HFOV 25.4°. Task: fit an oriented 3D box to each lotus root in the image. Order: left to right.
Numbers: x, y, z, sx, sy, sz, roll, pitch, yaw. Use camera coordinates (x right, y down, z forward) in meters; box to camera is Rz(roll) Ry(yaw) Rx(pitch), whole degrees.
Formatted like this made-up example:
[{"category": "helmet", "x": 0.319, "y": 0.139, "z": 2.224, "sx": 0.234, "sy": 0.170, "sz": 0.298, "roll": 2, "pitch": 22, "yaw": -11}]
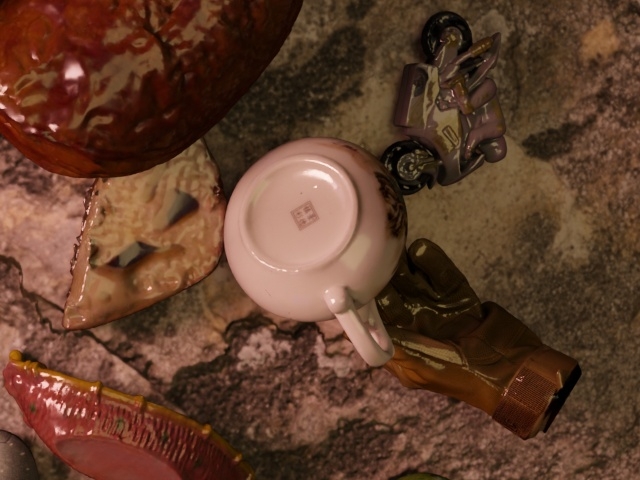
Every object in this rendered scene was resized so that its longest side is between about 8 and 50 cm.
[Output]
[{"category": "lotus root", "x": -0.187, "y": -0.023, "z": 1.572, "sx": 0.170, "sy": 0.074, "sz": 0.260, "roll": 8, "pitch": 91, "yaw": -22}]

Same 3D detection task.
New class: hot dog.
[{"category": "hot dog", "x": -0.187, "y": -0.240, "z": 1.470, "sx": 0.267, "sy": 0.174, "sz": 0.387, "roll": 41, "pitch": 83, "yaw": 8}]

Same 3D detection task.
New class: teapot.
[{"category": "teapot", "x": 0.000, "y": 0.000, "z": 1.544, "sx": 0.204, "sy": 0.139, "sz": 0.298, "roll": -22, "pitch": 69, "yaw": 9}]

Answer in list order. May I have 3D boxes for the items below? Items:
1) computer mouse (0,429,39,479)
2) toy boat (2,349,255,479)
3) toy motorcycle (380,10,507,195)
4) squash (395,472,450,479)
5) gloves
[{"category": "computer mouse", "x": -0.361, "y": 0.319, "z": 1.530, "sx": 0.113, "sy": 0.068, "sz": 0.228, "roll": 6, "pitch": 91, "yaw": -17}, {"category": "toy boat", "x": -0.208, "y": 0.221, "z": 1.567, "sx": 0.318, "sy": 0.099, "sz": 0.141, "roll": 29, "pitch": 125, "yaw": -18}, {"category": "toy motorcycle", "x": 0.162, "y": -0.149, "z": 1.683, "sx": 0.152, "sy": 0.073, "sz": 0.225, "roll": 18, "pitch": 88, "yaw": -20}, {"category": "squash", "x": 0.009, "y": 0.405, "z": 1.643, "sx": 0.395, "sy": 0.107, "sz": 0.107, "roll": -39, "pitch": 104, "yaw": -12}, {"category": "gloves", "x": 0.141, "y": 0.107, "z": 1.649, "sx": 0.331, "sy": 0.141, "sz": 0.154, "roll": 32, "pitch": 82, "yaw": 4}]
